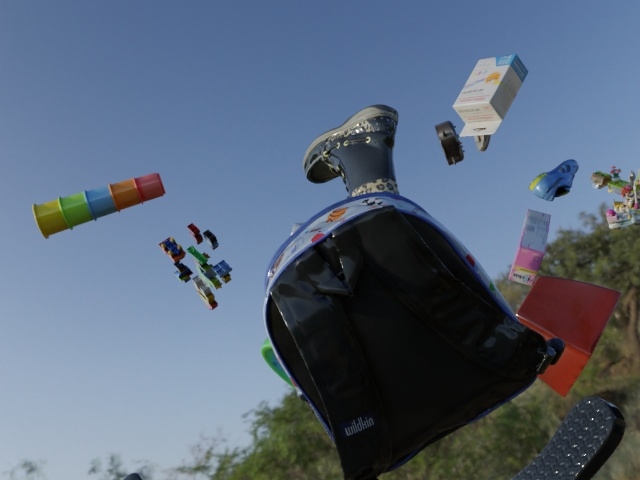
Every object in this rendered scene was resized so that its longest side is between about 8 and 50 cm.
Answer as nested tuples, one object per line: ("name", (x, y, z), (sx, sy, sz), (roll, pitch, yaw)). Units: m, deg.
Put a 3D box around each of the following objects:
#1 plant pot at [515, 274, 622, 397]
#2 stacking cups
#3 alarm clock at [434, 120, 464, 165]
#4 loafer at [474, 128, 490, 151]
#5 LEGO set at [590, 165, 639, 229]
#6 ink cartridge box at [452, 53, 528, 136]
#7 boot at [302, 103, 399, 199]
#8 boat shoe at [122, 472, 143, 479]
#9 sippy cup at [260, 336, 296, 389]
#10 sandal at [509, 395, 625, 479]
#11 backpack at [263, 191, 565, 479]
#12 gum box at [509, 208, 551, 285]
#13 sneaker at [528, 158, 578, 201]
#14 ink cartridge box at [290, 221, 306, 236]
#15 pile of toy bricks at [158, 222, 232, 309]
("plant pot", (0.717, 0.265, 2.093), (0.267, 0.236, 0.267), (-50, -24, -31))
("stacking cups", (-0.550, -0.097, 1.728), (0.316, 0.096, 0.096), (-19, -18, -8))
("alarm clock", (0.392, -0.301, 2.086), (0.064, 0.129, 0.192), (-21, 15, 10))
("loafer", (0.412, -0.293, 1.767), (0.039, 0.125, 0.045), (5, 4, -32))
("LEGO set", (0.793, -0.145, 1.800), (0.132, 0.107, 0.287), (-11, 30, 17))
("ink cartridge box", (0.365, -0.318, 1.508), (0.061, 0.181, 0.104), (43, -22, -32))
("boot", (0.049, -0.106, 1.184), (0.085, 0.178, 0.236), (15, -30, -33))
("boat shoe", (-0.175, 0.446, 0.966), (0.113, 0.340, 0.127), (-53, 17, -22))
("sippy cup", (0.056, 0.151, 1.141), (0.240, 0.224, 0.305), (46, -26, -28))
("sandal", (0.530, 0.548, 1.519), (0.107, 0.167, 0.446), (27, -72, -20))
("backpack", (0.069, 0.081, 0.748), (0.276, 0.263, 0.213), (-34, 20, 0))
("gum box", (0.532, 0.012, 1.741), (0.062, 0.188, 0.107), (17, -52, 13))
("sneaker", (0.642, -0.154, 1.836), (0.209, 0.082, 0.069), (-26, -31, -38))
("ink cartridge box", (0.000, 0.000, 1.832), (0.135, 0.056, 0.099), (22, 14, 28))
("pile of toy bricks", (-0.255, 0.064, 1.501), (0.118, 0.212, 0.105), (-35, -40, -19))
